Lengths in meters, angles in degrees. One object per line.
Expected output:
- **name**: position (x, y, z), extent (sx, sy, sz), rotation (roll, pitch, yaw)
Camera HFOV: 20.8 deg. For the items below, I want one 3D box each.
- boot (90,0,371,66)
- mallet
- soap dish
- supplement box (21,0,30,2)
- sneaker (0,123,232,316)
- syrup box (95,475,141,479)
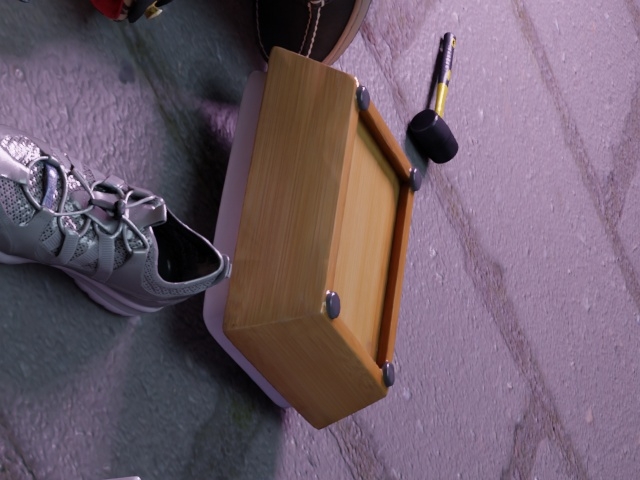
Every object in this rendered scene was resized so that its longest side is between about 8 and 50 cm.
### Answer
- **boot**: position (-0.081, -0.263, 1.542), extent (0.284, 0.377, 0.138), rotation (-27, 63, -31)
- **mallet**: position (0.146, -0.168, 2.043), extent (0.062, 0.039, 0.190), rotation (57, 33, -32)
- **soap dish**: position (0.000, 0.000, 1.613), extent (0.229, 0.118, 0.291), rotation (53, 39, -55)
- **supplement box**: position (-0.234, -0.371, 1.149), extent (0.195, 0.194, 0.357), rotation (33, 80, -52)
- **sneaker**: position (-0.176, -0.025, 1.355), extent (0.281, 0.115, 0.105), rotation (30, 56, -53)
- **syrup box**: position (-0.140, 0.298, 1.341), extent (0.237, 0.093, 0.096), rotation (62, 34, -28)
